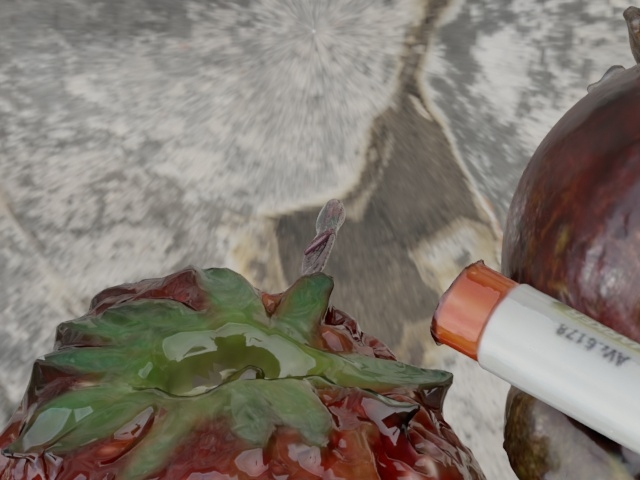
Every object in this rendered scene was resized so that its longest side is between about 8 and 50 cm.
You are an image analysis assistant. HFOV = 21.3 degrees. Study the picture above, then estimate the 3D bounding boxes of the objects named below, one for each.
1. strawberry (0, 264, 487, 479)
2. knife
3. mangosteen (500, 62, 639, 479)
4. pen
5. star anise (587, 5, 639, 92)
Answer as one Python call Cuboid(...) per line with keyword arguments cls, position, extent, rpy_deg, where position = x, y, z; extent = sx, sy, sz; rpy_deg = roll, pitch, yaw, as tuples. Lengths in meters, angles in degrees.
Cuboid(cls="strawberry", position=(-0.029, 0.192, 0.835), extent=(0.292, 0.291, 0.309), rpy_deg=(-14, 114, 1))
Cuboid(cls="knife", position=(0.000, 0.000, 1.340), extent=(0.035, 0.247, 0.018), rpy_deg=(-43, 96, 13))
Cuboid(cls="mangosteen", position=(0.165, 0.044, 0.732), extent=(0.215, 0.215, 0.257), rpy_deg=(29, 106, -4))
Cuboid(cls="pen", position=(0.128, 0.065, 0.397), extent=(0.239, 0.028, 0.028), rpy_deg=(28, 97, 27))
Cuboid(cls="star anise", position=(0.347, -0.139, 1.623), extent=(0.197, 0.073, 0.212), rpy_deg=(6, 85, -12))
